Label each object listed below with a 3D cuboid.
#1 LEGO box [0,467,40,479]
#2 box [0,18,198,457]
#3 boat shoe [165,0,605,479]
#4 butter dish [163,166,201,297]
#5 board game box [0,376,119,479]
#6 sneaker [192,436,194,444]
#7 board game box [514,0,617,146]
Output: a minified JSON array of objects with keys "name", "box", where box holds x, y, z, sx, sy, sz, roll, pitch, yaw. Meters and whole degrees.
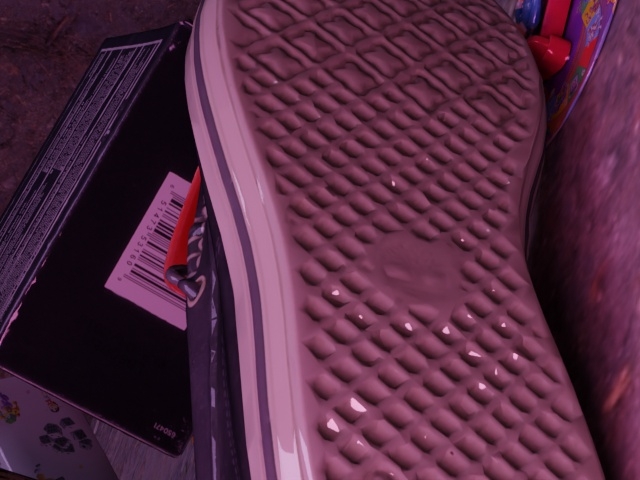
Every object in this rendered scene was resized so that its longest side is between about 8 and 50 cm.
[{"name":"LEGO box","box":[-0.247,0.388,0.905,0.193,0.372,0.500,174,114,-78]},{"name":"box","box":[-0.150,-0.012,1.257,0.296,0.182,0.294,-60,20,-5]},{"name":"boat shoe","box":[0.016,0.019,0.692,0.500,0.186,0.156,-95,22,-45]},{"name":"butter dish","box":[0.000,0.000,0.900,0.118,0.159,0.160,-106,36,-67]},{"name":"board game box","box":[-0.245,0.306,1.358,0.303,0.097,0.224,56,137,29]},{"name":"sneaker","box":[-0.076,0.156,1.237,0.215,0.084,0.083,158,125,-75]},{"name":"board game box","box":[0.120,-0.124,0.837,0.169,0.033,0.133,-90,21,-59]}]
